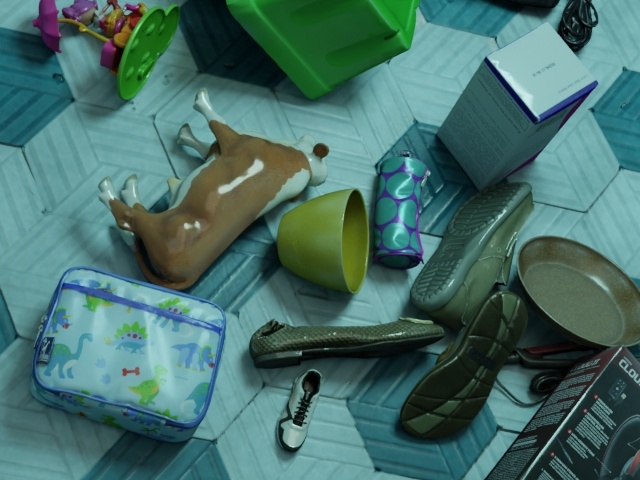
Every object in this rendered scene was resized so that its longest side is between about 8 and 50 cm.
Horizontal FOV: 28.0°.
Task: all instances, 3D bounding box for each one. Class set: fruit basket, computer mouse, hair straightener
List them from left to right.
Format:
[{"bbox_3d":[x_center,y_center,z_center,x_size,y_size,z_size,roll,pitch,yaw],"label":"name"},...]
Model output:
[{"bbox_3d":[-0.054,-0.406,1.751,0.392,0.283,0.392,-17,54,25],"label":"fruit basket"},{"bbox_3d":[0.286,-0.396,1.895,0.272,0.072,0.189,26,62,-16],"label":"computer mouse"},{"bbox_3d":[0.333,0.170,1.674,0.230,0.047,0.089,-4,69,-16],"label":"hair straightener"}]

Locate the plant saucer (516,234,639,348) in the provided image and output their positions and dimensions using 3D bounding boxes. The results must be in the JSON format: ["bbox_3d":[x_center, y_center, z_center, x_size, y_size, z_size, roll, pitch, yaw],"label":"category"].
[{"bbox_3d":[0.337,0.074,1.679,0.198,0.036,0.199,18,38,-15],"label":"plant saucer"}]

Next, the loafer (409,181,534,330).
[{"bbox_3d":[0.209,0.020,1.698,0.251,0.094,0.087,-50,119,-27],"label":"loafer"}]

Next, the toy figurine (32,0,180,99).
[{"bbox_3d":[-0.292,-0.285,1.693,0.159,0.130,0.173,24,42,8],"label":"toy figurine"}]

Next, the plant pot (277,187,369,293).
[{"bbox_3d":[0.000,0.000,1.634,0.095,0.134,0.134,1,64,17],"label":"plant pot"}]

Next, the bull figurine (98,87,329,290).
[{"bbox_3d":[-0.131,-0.073,1.639,0.188,0.101,0.310,40,62,10],"label":"bull figurine"}]

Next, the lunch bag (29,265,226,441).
[{"bbox_3d":[-0.229,0.131,1.536,0.219,0.090,0.176,18,62,-7],"label":"lunch bag"}]

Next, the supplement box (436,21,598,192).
[{"bbox_3d":[0.256,-0.172,1.705,0.111,0.220,0.114,-31,77,-23],"label":"supplement box"}]

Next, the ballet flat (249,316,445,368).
[{"bbox_3d":[0.033,0.118,1.611,0.249,0.084,0.058,-6,70,-9],"label":"ballet flat"}]

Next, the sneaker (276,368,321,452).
[{"bbox_3d":[-0.026,0.206,1.577,0.040,0.044,0.109,18,67,-8],"label":"sneaker"}]

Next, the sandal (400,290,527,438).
[{"bbox_3d":[0.179,0.157,1.630,0.090,0.060,0.219,34,83,-15],"label":"sandal"}]

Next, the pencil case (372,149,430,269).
[{"bbox_3d":[0.107,-0.038,1.698,0.070,0.064,0.152,-1,66,16],"label":"pencil case"}]

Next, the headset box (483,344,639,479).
[{"bbox_3d":[0.354,0.289,1.576,0.218,0.110,0.293,45,65,-6],"label":"headset box"}]
